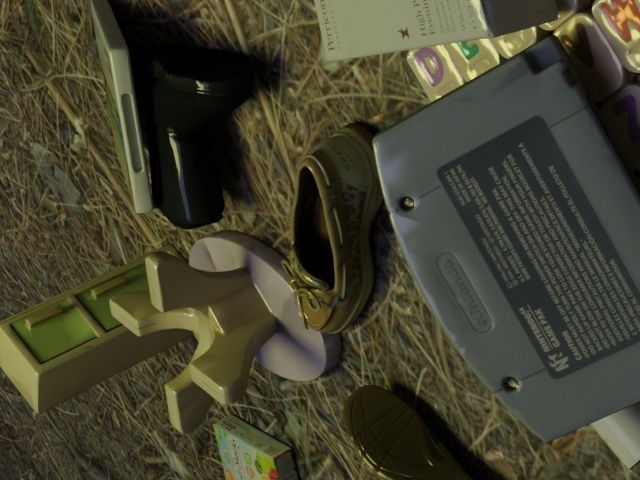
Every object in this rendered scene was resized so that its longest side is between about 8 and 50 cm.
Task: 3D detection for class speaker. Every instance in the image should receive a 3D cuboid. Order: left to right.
[{"bbox_3d":[0.254,0.138,1.160,0.136,0.055,0.055,51,146,19],"label":"speaker"}]

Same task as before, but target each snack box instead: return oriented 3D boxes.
[{"bbox_3d":[-0.087,0.311,1.787,0.141,0.037,0.100,21,128,47],"label":"snack box"}]

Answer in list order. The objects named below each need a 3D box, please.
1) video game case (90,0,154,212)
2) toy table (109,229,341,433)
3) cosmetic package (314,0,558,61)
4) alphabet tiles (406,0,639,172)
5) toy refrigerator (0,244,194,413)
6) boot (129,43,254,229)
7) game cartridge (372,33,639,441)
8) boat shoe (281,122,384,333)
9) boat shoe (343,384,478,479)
[{"bbox_3d":[-0.244,-0.170,1.587,0.227,0.026,0.206,-122,23,-61],"label":"video game case"},{"bbox_3d":[-0.124,0.102,1.578,0.274,0.161,0.252,17,126,50],"label":"toy table"},{"bbox_3d":[0.085,-0.221,1.084,0.231,0.085,0.117,1,107,56],"label":"cosmetic package"},{"bbox_3d":[0.177,-0.160,1.088,0.278,0.021,0.284,61,148,4],"label":"alphabet tiles"},{"bbox_3d":[-0.282,0.110,1.704,0.102,0.269,0.094,45,144,28],"label":"toy refrigerator"},{"bbox_3d":[-0.138,-0.114,1.499,0.246,0.094,0.207,22,126,55],"label":"boot"},{"bbox_3d":[0.177,0.007,1.060,0.198,0.062,0.297,-28,95,24],"label":"game cartridge"},{"bbox_3d":[0.000,0.000,1.390,0.104,0.089,0.285,40,142,31],"label":"boat shoe"},{"bbox_3d":[0.111,0.251,1.426,0.223,0.080,0.073,42,174,31],"label":"boat shoe"}]
